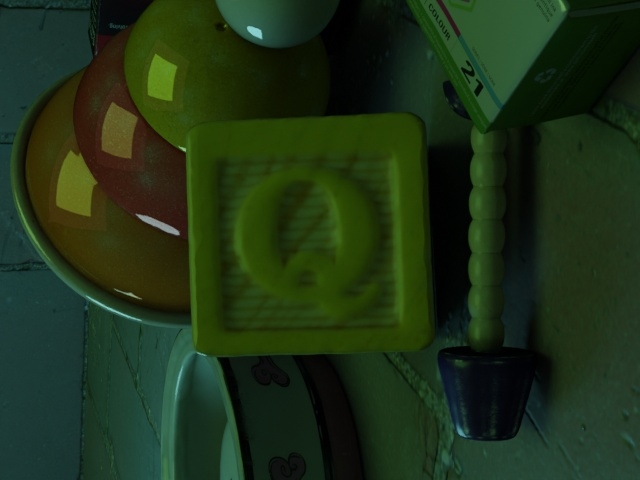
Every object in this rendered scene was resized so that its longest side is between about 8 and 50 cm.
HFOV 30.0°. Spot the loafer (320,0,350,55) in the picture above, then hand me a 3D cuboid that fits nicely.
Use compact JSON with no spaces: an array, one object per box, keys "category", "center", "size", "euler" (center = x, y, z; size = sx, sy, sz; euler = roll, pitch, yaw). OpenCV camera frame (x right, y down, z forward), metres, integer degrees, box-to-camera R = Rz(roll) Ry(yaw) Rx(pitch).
[{"category":"loafer","center":[-0.001,-0.281,1.255],"size":[0.223,0.078,0.076],"euler":[111,150,-47]}]

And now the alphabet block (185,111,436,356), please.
[{"category":"alphabet block","center":[0.000,0.000,1.016],"size":[0.197,0.194,0.192],"euler":[32,-126,-83]}]

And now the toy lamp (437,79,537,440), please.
[{"category":"toy lamp","center":[0.129,0.015,0.918],"size":[0.080,0.080,0.274],"euler":[-171,80,-70]}]

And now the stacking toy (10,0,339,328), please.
[{"category":"stacking toy","center":[-0.096,-0.153,1.216],"size":[0.480,0.351,0.350],"euler":[-49,46,51]}]

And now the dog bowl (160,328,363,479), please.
[{"category":"dog bowl","center":[-0.074,0.295,1.403],"size":[0.408,0.150,0.407],"euler":[179,90,-70]}]

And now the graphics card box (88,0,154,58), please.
[{"category":"graphics card box","center":[-0.151,-0.390,1.442],"size":[0.094,0.233,0.370],"euler":[-112,28,-53]}]

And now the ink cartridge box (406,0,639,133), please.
[{"category":"ink cartridge box","center":[0.148,-0.222,0.763],"size":[0.188,0.097,0.255],"euler":[64,153,23]}]
